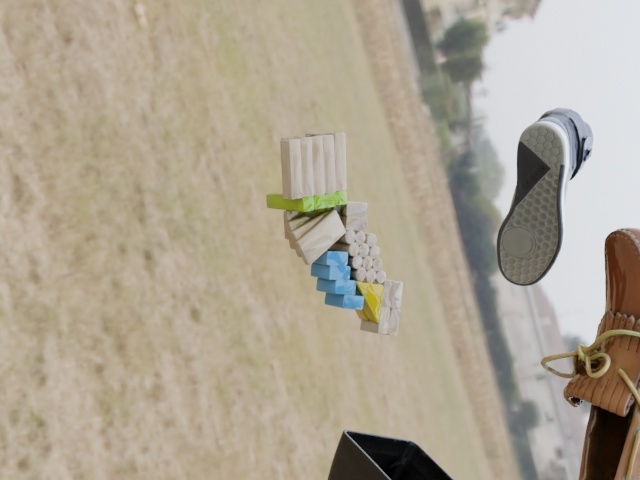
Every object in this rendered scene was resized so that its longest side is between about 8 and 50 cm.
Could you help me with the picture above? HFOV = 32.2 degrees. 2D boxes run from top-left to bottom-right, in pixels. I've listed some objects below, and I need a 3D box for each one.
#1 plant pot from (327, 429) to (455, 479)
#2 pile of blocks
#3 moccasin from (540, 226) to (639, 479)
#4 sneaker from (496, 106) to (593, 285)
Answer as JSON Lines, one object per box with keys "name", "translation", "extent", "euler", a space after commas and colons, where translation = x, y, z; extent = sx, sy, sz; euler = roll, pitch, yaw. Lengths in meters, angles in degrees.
{"name": "plant pot", "translation": [0.110, 0.441, 1.825], "extent": [0.188, 0.167, 0.187], "euler": [19, 14, -43]}
{"name": "pile of blocks", "translation": [0.000, 0.000, 1.635], "extent": [0.149, 0.113, 0.362], "euler": [-39, 118, -32]}
{"name": "moccasin", "translation": [0.336, 0.174, 1.254], "extent": [0.139, 0.147, 0.379], "euler": [-169, -97, -80]}
{"name": "sneaker", "translation": [0.297, -0.064, 1.452], "extent": [0.163, 0.086, 0.226], "euler": [-42, 144, -60]}
